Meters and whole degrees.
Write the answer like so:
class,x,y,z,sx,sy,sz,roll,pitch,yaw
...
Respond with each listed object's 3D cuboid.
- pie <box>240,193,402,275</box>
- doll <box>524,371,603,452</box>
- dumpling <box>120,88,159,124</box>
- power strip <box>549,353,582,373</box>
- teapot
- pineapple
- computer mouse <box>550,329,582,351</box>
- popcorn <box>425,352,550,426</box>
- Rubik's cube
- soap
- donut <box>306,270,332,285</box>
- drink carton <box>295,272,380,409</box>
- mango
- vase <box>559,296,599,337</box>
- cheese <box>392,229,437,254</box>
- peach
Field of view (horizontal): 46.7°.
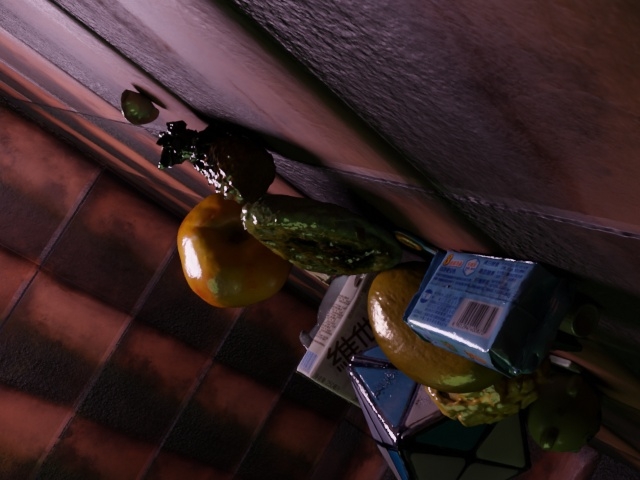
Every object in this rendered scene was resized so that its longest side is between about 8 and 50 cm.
class,x,y,z,sx,sy,sz,roll,pitch,yaw
pie,0.000,0.000,1.350,0.323,0.070,0.323,15,164,4
doll,0.541,0.381,1.659,0.162,0.177,0.261,27,179,19
dumpling,-0.347,-0.248,1.401,0.043,0.059,0.077,15,169,27
power strip,0.519,0.263,1.587,0.040,0.016,0.090,30,172,-21
teapot,0.096,0.276,2.097,0.305,0.285,0.223,38,-177,-10
pineapple,-0.192,-0.146,1.280,0.237,0.111,0.119,26,-163,34
computer mouse,0.366,0.151,1.287,0.192,0.062,0.106,33,170,-10
popcorn,0.323,0.240,1.434,0.190,0.250,0.250,59,164,-13
Rubik's cube,0.268,0.395,1.692,0.307,0.305,0.310,-123,14,-55
soap,0.238,0.099,1.089,0.077,0.156,0.293,35,172,-21
donut,-0.002,0.073,2.122,0.108,0.065,0.166,33,172,6
drink carton,0.106,0.251,1.896,0.194,0.324,0.132,32,171,-16
mango,0.201,0.164,1.352,0.142,0.195,0.331,18,-158,-39
vase,0.350,0.102,1.078,0.053,0.053,0.101,34,176,-26
cheese,0.171,0.009,1.268,0.111,0.017,0.047,28,174,16
peach,-0.197,0.025,1.804,0.289,0.288,0.308,30,166,2
